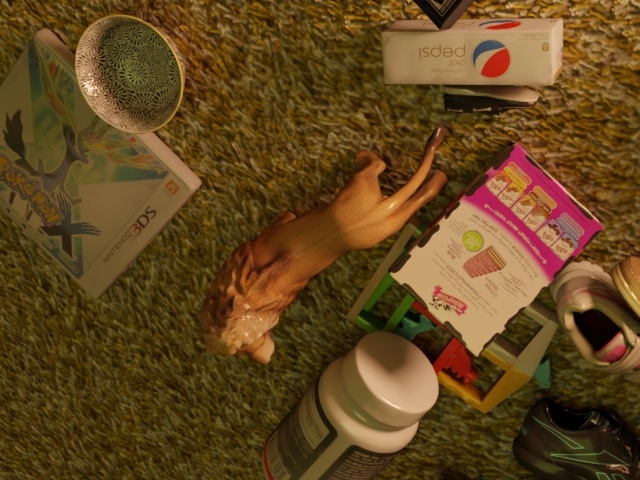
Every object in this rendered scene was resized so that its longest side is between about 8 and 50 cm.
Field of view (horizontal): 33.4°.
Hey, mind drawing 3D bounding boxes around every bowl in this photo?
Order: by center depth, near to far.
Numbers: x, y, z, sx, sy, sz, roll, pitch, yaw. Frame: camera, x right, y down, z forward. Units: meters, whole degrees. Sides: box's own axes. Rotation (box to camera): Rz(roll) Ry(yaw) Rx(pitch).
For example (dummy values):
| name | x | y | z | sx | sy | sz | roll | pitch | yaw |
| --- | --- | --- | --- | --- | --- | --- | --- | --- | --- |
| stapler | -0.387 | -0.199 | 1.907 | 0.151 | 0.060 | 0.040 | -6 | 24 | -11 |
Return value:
| name | x | y | z | sx | sy | sz | roll | pitch | yaw |
| --- | --- | --- | --- | --- | --- | --- | --- | --- | --- |
| bowl | -0.253 | -0.243 | 1.507 | 0.170 | 0.080 | 0.170 | 9 | 116 | 18 |

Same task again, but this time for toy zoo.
| name | x | y | z | sx | sy | sz | roll | pitch | yaw |
| --- | --- | --- | --- | --- | --- | --- | --- | --- | --- |
| toy zoo | 0.203 | 0.121 | 1.514 | 0.293 | 0.030 | 0.192 | 35 | 122 | 5 |

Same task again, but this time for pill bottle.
| name | x | y | z | sx | sy | sz | roll | pitch | yaw |
| --- | --- | --- | --- | --- | --- | --- | --- | --- | --- |
| pill bottle | 0.043 | 0.268 | 1.558 | 0.161 | 0.161 | 0.283 | 38 | 128 | 2 |

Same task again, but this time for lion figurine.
| name | x | y | z | sx | sy | sz | roll | pitch | yaw |
| --- | --- | --- | --- | --- | --- | --- | --- | --- | --- |
| lion figurine | 0.000 | 0.000 | 1.420 | 0.142 | 0.240 | 0.392 | 46 | 121 | -2 |

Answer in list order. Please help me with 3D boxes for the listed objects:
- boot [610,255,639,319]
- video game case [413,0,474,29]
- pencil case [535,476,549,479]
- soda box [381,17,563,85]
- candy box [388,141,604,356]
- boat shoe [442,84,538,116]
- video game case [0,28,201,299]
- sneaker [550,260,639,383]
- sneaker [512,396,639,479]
| name | x | y | z | sx | sy | sz | roll | pitch | yaw |
| --- | --- | --- | --- | --- | --- | --- | --- | --- | --- |
| boot | 0.514 | 0.058 | 1.311 | 0.262 | 0.095 | 0.203 | 35 | 123 | -3 |
| video game case | 0.151 | -0.432 | 1.242 | 0.248 | 0.035 | 0.275 | 50 | 123 | 12 |
| pencil case | 0.417 | 0.426 | 1.490 | 0.284 | 0.124 | 0.124 | 18 | 119 | 5 |
| soda box | 0.189 | -0.235 | 1.328 | 0.216 | 0.074 | 0.069 | 3 | 115 | 21 |
| candy box | 0.223 | 0.010 | 1.378 | 0.159 | 0.071 | 0.233 | 44 | 95 | -1 |
| boat shoe | 0.216 | -0.176 | 1.361 | 0.125 | 0.046 | 0.038 | 8 | 116 | 23 |
| video game case | -0.385 | -0.108 | 1.651 | 0.329 | 0.036 | 0.300 | 45 | 122 | -1 |
| sneaker | 0.400 | 0.140 | 1.392 | 0.252 | 0.111 | 0.103 | 34 | 122 | 5 |
| sneaker | 0.402 | 0.301 | 1.474 | 0.267 | 0.101 | 0.106 | 17 | 113 | 12 |
